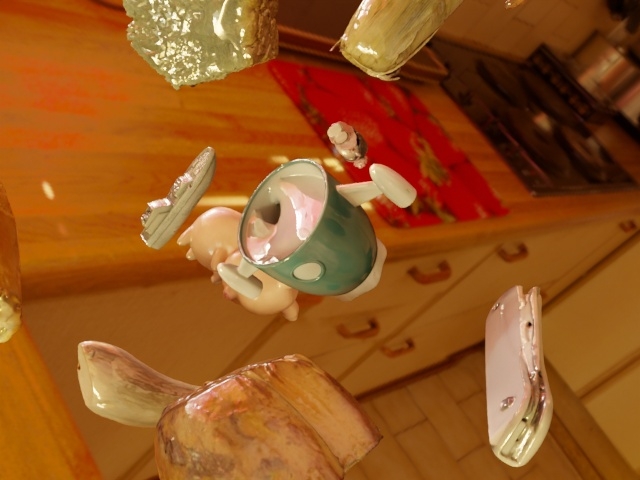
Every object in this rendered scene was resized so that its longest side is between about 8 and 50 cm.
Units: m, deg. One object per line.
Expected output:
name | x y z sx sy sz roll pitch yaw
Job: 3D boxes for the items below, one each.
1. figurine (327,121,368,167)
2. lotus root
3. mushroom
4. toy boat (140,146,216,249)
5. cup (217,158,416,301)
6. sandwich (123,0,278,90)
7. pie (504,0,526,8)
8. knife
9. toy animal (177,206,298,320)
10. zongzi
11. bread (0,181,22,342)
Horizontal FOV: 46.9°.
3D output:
figurine | 0.054 -0.176 1.336 0.072 0.054 0.129 51 4 14
lotus root | -0.074 0.273 0.965 0.250 0.316 0.316 55 32 10
mushroom | -0.285 0.247 1.192 0.247 0.096 0.108 22 53 -15
toy boat | -0.315 -0.100 1.639 0.085 0.260 0.078 34 4 -35
cup | 0.000 0.000 1.017 0.173 0.300 0.167 36 32 -40
sandwich | -0.202 -0.414 1.255 0.262 0.325 0.131 16 34 13
pie | 0.160 -0.176 0.431 0.034 0.092 0.170 48 33 3
knife | 0.177 0.102 0.657 0.041 0.073 0.265 31 22 3
toy animal | -0.137 0.038 1.379 0.250 0.154 0.166 43 -10 21
zongzi | 0.123 -0.291 0.875 0.099 0.197 0.194 41 70 -15
bread | -0.738 0.002 1.386 0.361 0.250 0.394 21 50 -53
